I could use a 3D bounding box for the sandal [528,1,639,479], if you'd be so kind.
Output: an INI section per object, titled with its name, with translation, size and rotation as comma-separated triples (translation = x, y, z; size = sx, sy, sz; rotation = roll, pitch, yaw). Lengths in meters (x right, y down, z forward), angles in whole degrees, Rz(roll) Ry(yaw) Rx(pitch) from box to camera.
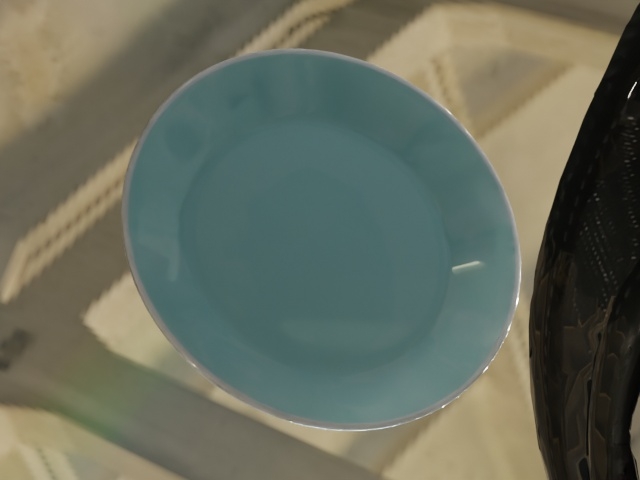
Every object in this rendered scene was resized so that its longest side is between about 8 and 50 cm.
[sandal]
translation = 0.120, -0.004, 0.522
size = 0.167, 0.107, 0.446
rotation = 33, -131, -49

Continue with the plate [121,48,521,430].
[plate]
translation = 0.000, 0.000, 0.889
size = 0.188, 0.188, 0.024
rotation = -41, -7, -31
